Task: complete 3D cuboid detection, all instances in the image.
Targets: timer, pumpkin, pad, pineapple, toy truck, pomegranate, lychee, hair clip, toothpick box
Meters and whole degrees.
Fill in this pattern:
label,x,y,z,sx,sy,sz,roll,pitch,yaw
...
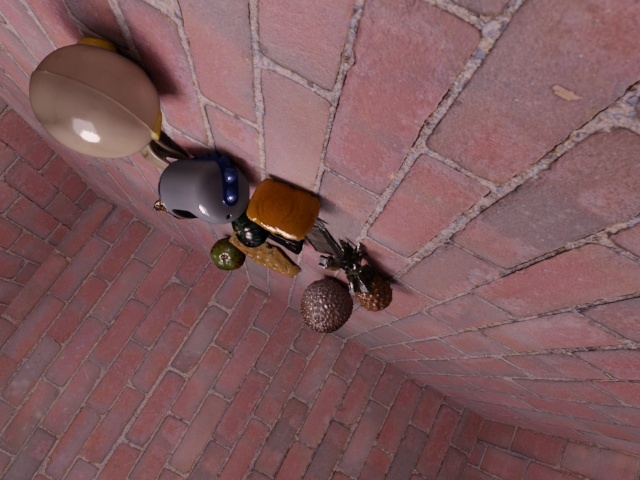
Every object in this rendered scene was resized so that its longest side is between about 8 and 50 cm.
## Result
label,x,y,z,sx,sy,sz,roll,pitch,yaw
timer,-0.165,-0.015,1.896,0.187,0.055,0.144,28,151,9
pumpkin,-0.305,-0.063,1.833,0.202,0.140,0.202,41,142,43
pad,0.000,0.001,1.769,0.174,0.022,0.233,17,158,36
pineapple,0.159,0.147,1.686,0.165,0.166,0.364,15,155,41
toy truck,0.042,0.100,1.859,0.052,0.063,0.123,16,-175,39
pomegranate,-0.550,0.077,2.633,0.214,0.214,0.248,30,-165,2
lychee,0.024,0.334,2.225,0.300,0.300,0.300,27,162,10
hair clip,-0.642,-0.352,1.689,0.282,0.113,0.172,41,160,-28
toothpick box,-0.413,-0.195,1.583,0.354,0.263,0.263,12,155,44

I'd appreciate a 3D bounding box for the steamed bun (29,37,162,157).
label,x,y,z,sx,sy,sz,roll,pitch,yaw
steamed bun,-0.645,-0.396,1.247,0.373,0.334,0.334,17,158,35

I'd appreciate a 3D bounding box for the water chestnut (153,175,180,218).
label,x,y,z,sx,sy,sz,roll,pitch,yaw
water chestnut,-0.627,-0.202,1.890,0.224,0.238,0.224,48,151,38

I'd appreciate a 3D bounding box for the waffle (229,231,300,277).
label,x,y,z,sx,sy,sz,roll,pitch,yaw
waffle,-0.308,0.084,2.408,0.348,0.078,0.304,18,160,34

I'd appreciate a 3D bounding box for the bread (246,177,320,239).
label,x,y,z,sx,sy,sz,roll,pitch,yaw
bread,-0.121,-0.101,1.455,0.245,0.174,0.121,26,-178,20

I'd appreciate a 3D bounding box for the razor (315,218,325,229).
label,x,y,z,sx,sy,sz,roll,pitch,yaw
razor,-0.065,-0.100,1.575,0.191,0.037,0.068,30,121,-12
